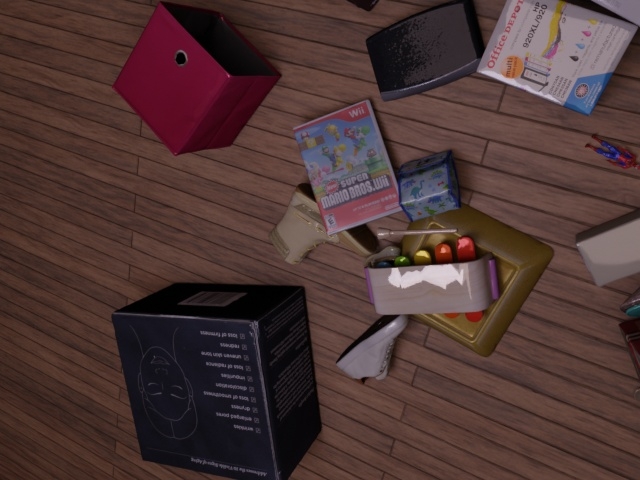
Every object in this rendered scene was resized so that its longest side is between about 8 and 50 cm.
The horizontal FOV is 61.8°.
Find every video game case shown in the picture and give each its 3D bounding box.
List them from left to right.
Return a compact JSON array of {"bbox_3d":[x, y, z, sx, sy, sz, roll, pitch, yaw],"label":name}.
[{"bbox_3d":[0.069,-0.178,1.317,0.204,0.025,0.285,-19,86,10],"label":"video game case"}]

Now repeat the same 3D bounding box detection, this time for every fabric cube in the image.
[{"bbox_3d":[-0.310,-0.404,1.357,0.254,0.259,0.258,47,118,5],"label":"fabric cube"}]

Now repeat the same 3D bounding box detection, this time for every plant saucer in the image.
[{"bbox_3d":[0.329,0.093,1.301,0.333,0.081,0.333,29,115,15],"label":"plant saucer"}]

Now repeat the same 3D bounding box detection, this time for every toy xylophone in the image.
[{"bbox_3d":[0.246,0.075,1.241,0.322,0.081,0.236,3,106,24],"label":"toy xylophone"}]

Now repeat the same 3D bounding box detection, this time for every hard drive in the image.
[{"bbox_3d":[0.233,-0.429,1.212,0.254,0.054,0.172,-13,99,27],"label":"hard drive"}]

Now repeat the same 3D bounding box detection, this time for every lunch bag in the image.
[{"bbox_3d":[0.251,-0.138,1.248,0.128,0.151,0.096,-14,139,26],"label":"lunch bag"}]

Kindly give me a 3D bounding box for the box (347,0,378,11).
[{"bbox_3d":[0.068,-0.644,1.162,0.203,0.168,0.167,48,116,6],"label":"box"}]

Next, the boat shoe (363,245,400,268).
[{"bbox_3d":[0.155,0.058,1.367,0.050,0.045,0.135,16,147,-23],"label":"boat shoe"}]

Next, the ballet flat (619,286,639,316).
[{"bbox_3d":[0.769,0.076,1.083,0.316,0.107,0.106,-14,57,21],"label":"ballet flat"}]

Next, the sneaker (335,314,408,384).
[{"bbox_3d":[0.165,0.288,1.420,0.123,0.106,0.290,43,132,4],"label":"sneaker"}]

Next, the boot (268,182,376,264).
[{"bbox_3d":[0.000,0.000,1.421,0.262,0.095,0.203,37,121,4],"label":"boot"}]

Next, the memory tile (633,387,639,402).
[{"bbox_3d":[0.795,0.353,1.193,0.148,0.012,0.113,-38,87,28],"label":"memory tile"}]

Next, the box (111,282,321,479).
[{"bbox_3d":[-0.288,0.390,1.548,0.479,0.297,0.472,0,103,25],"label":"box"}]

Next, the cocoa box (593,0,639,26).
[{"bbox_3d":[0.517,-0.554,0.924,0.347,0.231,0.228,36,130,12],"label":"cocoa box"}]

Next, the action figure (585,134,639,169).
[{"bbox_3d":[0.616,-0.180,1.119,0.115,0.030,0.038,32,110,12],"label":"action figure"}]

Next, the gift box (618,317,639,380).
[{"bbox_3d":[0.775,0.277,1.035,0.276,0.255,0.258,-19,92,26],"label":"gift box"}]

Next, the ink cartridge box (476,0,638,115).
[{"bbox_3d":[0.459,-0.372,1.057,0.232,0.168,0.171,28,115,16],"label":"ink cartridge box"}]

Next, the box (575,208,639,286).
[{"bbox_3d":[0.682,-0.011,1.097,0.275,0.094,0.113,-26,92,29],"label":"box"}]
